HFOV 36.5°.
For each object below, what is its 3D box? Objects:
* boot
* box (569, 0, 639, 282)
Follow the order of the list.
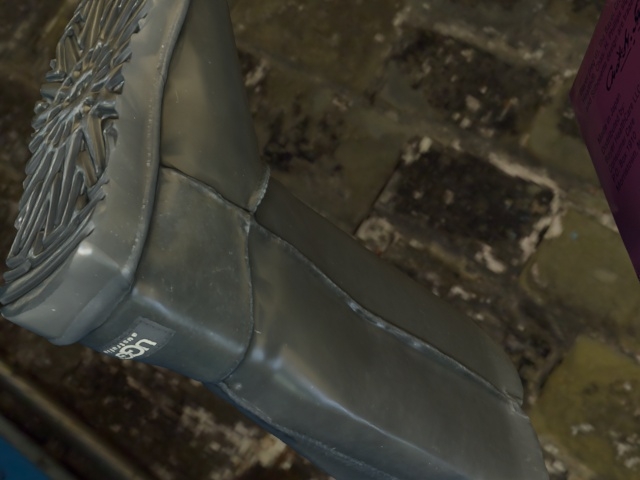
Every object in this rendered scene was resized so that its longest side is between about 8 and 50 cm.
[{"bbox_3d":[0.000,0.002,0.751,0.445,0.367,0.146,32,136,-33],"label":"boot"},{"bbox_3d":[0.239,-0.090,0.316,0.243,0.117,0.213,1,139,-7],"label":"box"}]
